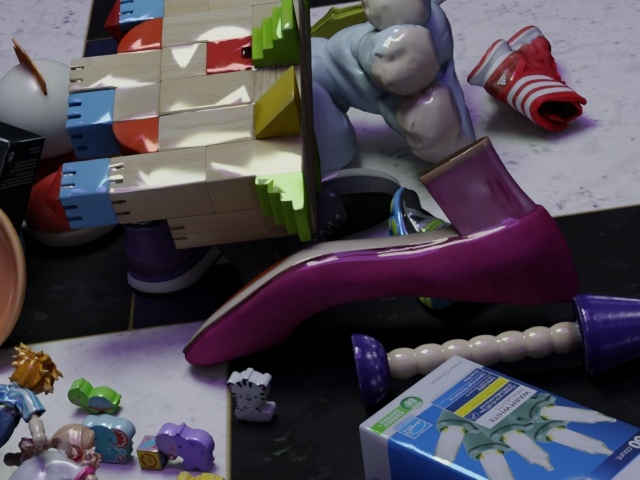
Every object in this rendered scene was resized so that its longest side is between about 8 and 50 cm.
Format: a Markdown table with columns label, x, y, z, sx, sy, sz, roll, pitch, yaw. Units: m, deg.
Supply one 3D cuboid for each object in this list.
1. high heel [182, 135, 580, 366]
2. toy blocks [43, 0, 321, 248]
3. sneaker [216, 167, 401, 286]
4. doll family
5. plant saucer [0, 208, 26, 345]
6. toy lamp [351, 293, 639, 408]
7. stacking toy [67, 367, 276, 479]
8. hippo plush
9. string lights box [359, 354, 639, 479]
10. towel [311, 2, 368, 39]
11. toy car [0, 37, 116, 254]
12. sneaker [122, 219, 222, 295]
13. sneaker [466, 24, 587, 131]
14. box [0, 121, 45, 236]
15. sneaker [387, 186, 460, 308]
| label | x | y | z | sx | sy | sz | roll | pitch | yaw |
| --- | --- | --- | --- | --- | --- | --- | --- | --- | --- |
| high heel | 0.054 | 0.069 | 1.680 | 0.377 | 0.181 | 0.127 | -31 | 4 | 18 |
| toy blocks | -0.141 | -0.132 | 1.803 | 0.261 | 0.190 | 0.381 | -6 | 50 | 6 |
| sneaker | 0.000 | 0.000 | 1.853 | 0.222 | 0.083 | 0.118 | -13 | 49 | -19 |
| doll family | -0.312 | 0.162 | 1.560 | 0.263 | 0.118 | 0.163 | 8 | 45 | 38 |
| plant saucer | -0.388 | 0.036 | 1.793 | 0.200 | 0.199 | 0.037 | 0 | 0 | 16 |
| toy lamp | 0.169 | 0.101 | 1.620 | 0.275 | 0.080 | 0.080 | -11 | 31 | 2 |
| stacking toy | -0.161 | 0.182 | 1.598 | 0.221 | 0.052 | 0.167 | 1 | 32 | 18 |
| hippo plush | 0.028 | -0.201 | 1.995 | 0.237 | 0.234 | 0.294 | -15 | 60 | 14 |
| string lights box | 0.174 | 0.194 | 1.458 | 0.260 | 0.076 | 0.133 | 20 | 40 | 39 |
| towel | 0.018 | -0.268 | 2.209 | 0.102 | 0.021 | 0.237 | -20 | -1 | -21 |
| toy car | -0.313 | -0.129 | 1.979 | 0.219 | 0.238 | 0.210 | -20 | 32 | -18 |
| sneaker | -0.127 | -0.064 | 1.928 | 0.107 | 0.124 | 0.283 | 4 | 33 | 22 |
| sneaker | 0.259 | -0.181 | 2.089 | 0.128 | 0.087 | 0.221 | 41 | 27 | 9 |
| box | -0.450 | -0.063 | 1.875 | 0.261 | 0.184 | 0.103 | 20 | 10 | 11 |
| sneaker | 0.118 | 0.008 | 1.808 | 0.078 | 0.067 | 0.188 | -7 | 33 | -16 |
